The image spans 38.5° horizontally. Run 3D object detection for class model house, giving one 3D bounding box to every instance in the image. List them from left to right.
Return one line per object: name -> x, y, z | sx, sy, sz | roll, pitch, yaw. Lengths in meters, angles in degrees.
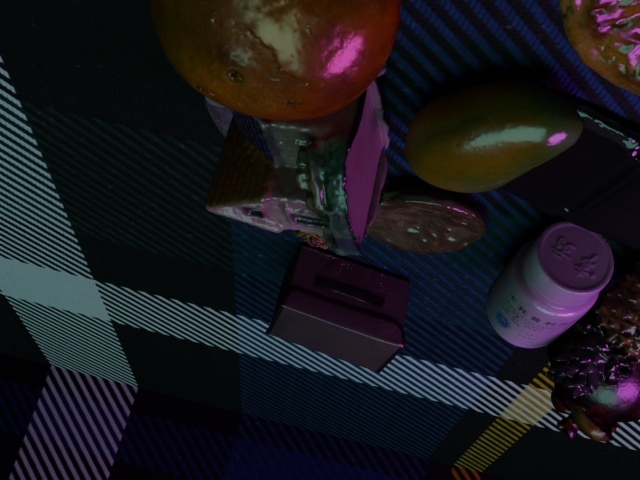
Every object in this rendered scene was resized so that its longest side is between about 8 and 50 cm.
model house -> -0.045, -0.119, 1.257 | 0.237, 0.202, 0.237 | 10, 162, 14

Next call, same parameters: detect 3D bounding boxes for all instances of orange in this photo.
orange -> -0.053, -0.260, 0.989 | 0.283, 0.226, 0.284 | 15, 146, 10

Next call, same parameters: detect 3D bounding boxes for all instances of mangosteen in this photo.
mangosteen -> 0.516, 0.251, 1.684 | 0.228, 0.266, 0.228 | 23, -168, -5

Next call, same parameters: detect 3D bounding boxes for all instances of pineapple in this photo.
pineapple -> 0.499, 0.160, 1.510 | 0.157, 0.158, 0.279 | 30, 112, -29

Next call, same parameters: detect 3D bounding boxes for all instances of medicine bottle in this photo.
medicine bottle -> 0.379, 0.076, 1.529 | 0.151, 0.152, 0.254 | 14, 155, 0

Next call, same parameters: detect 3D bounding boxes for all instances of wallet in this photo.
wallet -> 0.408, -0.085, 1.312 | 0.322, 0.041, 0.247 | 22, 153, -8

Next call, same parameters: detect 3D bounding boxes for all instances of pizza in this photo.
pizza -> 0.000, 0.000, 1.721 | 0.083, 0.025, 0.078 | -7, 145, 37

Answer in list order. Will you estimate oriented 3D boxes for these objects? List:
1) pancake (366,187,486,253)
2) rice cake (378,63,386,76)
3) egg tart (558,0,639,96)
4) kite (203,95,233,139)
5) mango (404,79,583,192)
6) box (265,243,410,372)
pancake -> 0.164, -0.034, 1.547 | 0.222, 0.042, 0.236 | 13, 158, -7
rice cake -> 0.012, -0.262, 1.173 | 0.180, 0.030, 0.042 | 29, 155, -28
egg tart -> 0.390, -0.245, 0.865 | 0.341, 0.129, 0.341 | 22, 163, 7
kite -> -0.084, -0.129, 1.510 | 0.204, 0.022, 0.360 | 12, 150, 4
mango -> 0.221, -0.136, 1.214 | 0.156, 0.114, 0.251 | 46, 148, -23
box -> 0.039, 0.136, 1.831 | 0.252, 0.153, 0.188 | 18, 153, -5
